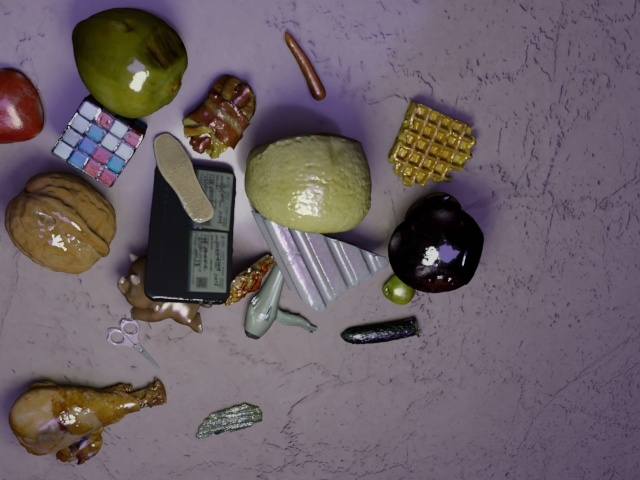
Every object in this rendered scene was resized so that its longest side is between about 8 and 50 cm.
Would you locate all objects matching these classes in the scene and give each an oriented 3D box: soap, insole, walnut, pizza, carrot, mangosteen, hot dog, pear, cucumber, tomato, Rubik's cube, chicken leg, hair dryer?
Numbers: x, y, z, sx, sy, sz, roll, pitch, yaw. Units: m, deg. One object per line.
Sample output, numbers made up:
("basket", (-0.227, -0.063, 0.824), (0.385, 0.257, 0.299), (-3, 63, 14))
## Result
("soap", (0.000, 0.000, 1.686), (0.257, 0.159, 0.302), (-29, 106, -13))
("insole", (-0.344, -0.155, 1.569), (0.081, 0.011, 0.248), (-29, 85, -21))
("walnut", (-0.614, -0.039, 1.520), (0.257, 0.257, 0.225), (39, 67, -21))
("pizza", (-0.196, 0.114, 1.673), (0.188, 0.199, 0.062), (-45, 86, 5))
("carrot", (-0.039, -0.440, 1.589), (0.037, 0.037, 0.190), (-29, 109, 0))
("mangosteen", (0.316, 0.001, 1.696), (0.287, 0.233, 0.288), (-26, 122, -51))
("hot dog", (-0.245, -0.304, 1.557), (0.146, 0.103, 0.213), (35, 99, -20))
("pear", (0.228, 0.145, 1.831), (0.096, 0.092, 0.092), (-12, 112, -8))
("cucumber", (0.181, 0.277, 1.880), (0.245, 0.067, 0.067), (-8, 111, -10))
("tomato", (-0.741, -0.306, 1.466), (0.166, 0.082, 0.174), (-7, 114, -8))
("Rubik's cube", (-0.520, -0.242, 1.498), (0.155, 0.151, 0.154), (33, 100, -21))
("chicken leg", (-0.637, 0.499, 1.767), (0.409, 0.182, 0.295), (-11, 122, -24))
("hair dryer", (-0.102, 0.168, 1.787), (0.224, 0.088, 0.219), (-1, 107, -25))

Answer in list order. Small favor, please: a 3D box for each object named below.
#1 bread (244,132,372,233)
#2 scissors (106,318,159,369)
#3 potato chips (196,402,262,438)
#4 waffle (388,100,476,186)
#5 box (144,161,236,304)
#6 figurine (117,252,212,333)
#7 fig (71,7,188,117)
("bread", (-0.026, -0.141, 1.547), (0.320, 0.320, 0.238), (4, 95, -13))
("scissors", (-0.514, 0.300, 1.775), (0.100, 0.015, 0.189), (-35, 115, 4))
("potato chips", (-0.278, 0.541, 1.906), (0.207, 0.028, 0.092), (-10, 111, -10))
("waffle", (0.303, -0.238, 1.719), (0.229, 0.057, 0.219), (19, 105, -18))
("box", (-0.322, -0.018, 1.576), (0.211, 0.058, 0.350), (6, 74, -15))
("figurine", (-0.395, 0.118, 1.644), (0.247, 0.177, 0.173), (19, 124, -6))
("fig", (-0.440, -0.407, 1.413), (0.271, 0.239, 0.240), (26, 104, 5))
